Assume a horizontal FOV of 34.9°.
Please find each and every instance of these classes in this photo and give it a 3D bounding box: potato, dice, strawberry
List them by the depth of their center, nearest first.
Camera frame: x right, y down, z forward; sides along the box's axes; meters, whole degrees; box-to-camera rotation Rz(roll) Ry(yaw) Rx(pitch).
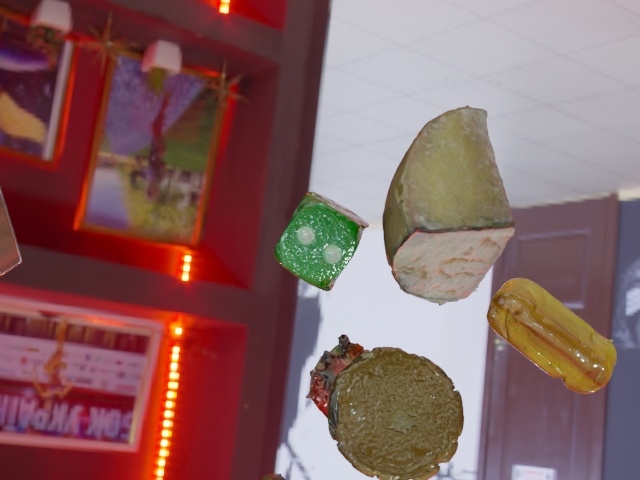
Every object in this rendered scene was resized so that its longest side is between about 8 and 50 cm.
[{"bbox_3d":[0.165,-0.061,1.583,0.189,0.264,0.211,3,148,-17],"label":"potato"},{"bbox_3d":[0.000,0.000,1.674,0.120,0.131,0.128,31,-171,1],"label":"dice"},{"bbox_3d":[0.099,0.343,2.011,0.306,0.138,0.233,43,-160,3],"label":"strawberry"}]

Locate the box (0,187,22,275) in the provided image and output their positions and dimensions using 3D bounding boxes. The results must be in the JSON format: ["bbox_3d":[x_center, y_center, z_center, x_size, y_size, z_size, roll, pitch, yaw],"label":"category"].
[{"bbox_3d":[-0.573,-0.048,1.486,0.216,0.301,0.301,-16,176,-17],"label":"box"}]

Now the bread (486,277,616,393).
[{"bbox_3d":[0.402,0.169,1.778,0.245,0.094,0.102,39,130,4],"label":"bread"}]

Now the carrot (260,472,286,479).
[{"bbox_3d":[-0.068,0.439,1.582,0.060,0.060,0.186,9,-149,-15],"label":"carrot"}]

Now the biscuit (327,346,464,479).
[{"bbox_3d":[0.116,0.270,1.573,0.226,0.226,0.042,6,149,-1],"label":"biscuit"}]
